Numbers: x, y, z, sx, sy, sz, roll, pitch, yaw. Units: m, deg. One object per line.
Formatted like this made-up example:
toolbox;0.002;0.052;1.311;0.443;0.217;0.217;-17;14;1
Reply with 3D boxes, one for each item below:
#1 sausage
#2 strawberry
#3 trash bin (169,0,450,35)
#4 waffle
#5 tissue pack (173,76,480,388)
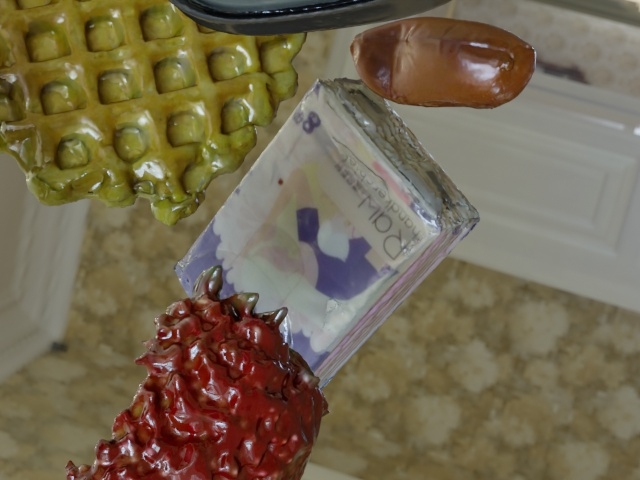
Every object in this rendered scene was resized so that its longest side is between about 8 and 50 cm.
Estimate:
sausage;0.114;-0.164;1.224;0.089;0.179;0.089;-25;-59;-52
strawberry;-0.089;0.198;1.035;0.306;0.137;0.233;-64;-26;-26
trash bin;-0.024;-0.244;0.595;0.250;0.219;0.220;40;-131;-66
waffle;-0.146;-0.150;0.954;0.051;0.291;0.291;125;166;-69
tissue pack;0.000;0.000;1.574;0.125;0.242;0.344;-8;-35;-54
